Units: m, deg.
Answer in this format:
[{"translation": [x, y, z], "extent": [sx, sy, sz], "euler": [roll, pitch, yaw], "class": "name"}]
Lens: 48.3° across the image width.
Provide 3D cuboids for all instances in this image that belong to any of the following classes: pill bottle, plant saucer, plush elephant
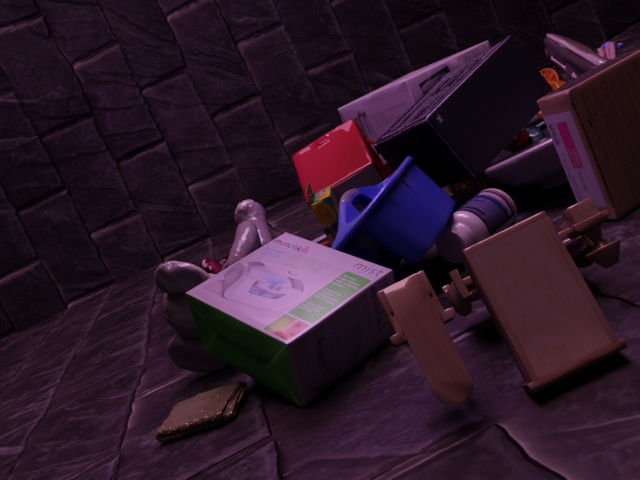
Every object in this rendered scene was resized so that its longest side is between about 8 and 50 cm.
[{"translation": [0.292, -0.025, 1.347], "extent": [0.169, 0.094, 0.094], "euler": [-34, 13, -39], "class": "pill bottle"}, {"translation": [0.542, -0.196, 1.487], "extent": [0.400, 0.101, 0.400], "euler": [-27, 0, 0], "class": "plant saucer"}, {"translation": [-0.206, 0.105, 1.406], "extent": [0.255, 0.272, 0.330], "euler": [-3, 28, -21], "class": "plush elephant"}]

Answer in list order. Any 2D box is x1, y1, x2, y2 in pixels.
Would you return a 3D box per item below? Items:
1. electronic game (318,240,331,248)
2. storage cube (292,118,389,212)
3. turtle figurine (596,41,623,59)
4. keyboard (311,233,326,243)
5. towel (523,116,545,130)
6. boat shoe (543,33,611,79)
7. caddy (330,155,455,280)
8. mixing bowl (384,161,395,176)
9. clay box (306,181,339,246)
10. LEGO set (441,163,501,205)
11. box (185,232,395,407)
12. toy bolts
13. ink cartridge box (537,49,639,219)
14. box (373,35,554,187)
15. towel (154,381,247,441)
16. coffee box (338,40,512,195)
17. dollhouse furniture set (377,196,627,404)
[{"translation": [-0.015, 0.046, 1.841], "extent": [0.229, 0.048, 0.229], "euler": [-25, 11, 5], "class": "electronic game"}, {"translation": [0.068, -0.149, 1.786], "extent": [0.215, 0.184, 0.193], "euler": [-30, 43, 12], "class": "storage cube"}, {"translation": [0.747, -0.324, 1.728], "extent": [0.197, 0.275, 0.266], "euler": [1, 30, -14], "class": "turtle figurine"}, {"translation": [0.000, 0.000, 2.040], "extent": [0.256, 0.014, 0.072], "euler": [-28, -8, -45], "class": "keyboard"}, {"translation": [0.664, -0.405, 2.365], "extent": [0.374, 0.090, 0.320], "euler": [-27, 8, -5], "class": "towel"}, {"translation": [0.603, -0.411, 1.687], "extent": [0.112, 0.096, 0.335], "euler": [11, 26, -15], "class": "boat shoe"}, {"translation": [0.114, -0.032, 1.358], "extent": [0.241, 0.179, 0.341], "euler": [-52, -1, 25], "class": "caddy"}, {"translation": [0.207, -0.119, 1.898], "extent": [0.181, 0.098, 0.181], "euler": [-44, 33, 39], "class": "mixing bowl"}, {"translation": [0.036, -0.034, 1.622], "extent": [0.053, 0.222, 0.127], "euler": [-24, 14, 7], "class": "clay box"}, {"translation": [0.350, -0.149, 1.776], "extent": [0.287, 0.107, 0.132], "euler": [-27, 11, -9], "class": "LEGO set"}, {"translation": [-0.042, 0.117, 1.158], "extent": [0.231, 0.127, 0.262], "euler": [-32, 34, -32], "class": "box"}, {"translation": [0.559, -0.297, 1.747], "extent": [0.158, 0.229, 0.218], "euler": [7, 21, -26], "class": "toy bolts"}, {"translation": [0.504, -0.179, 1.224], "extent": [0.193, 0.235, 0.088], "euler": [-28, 11, -19], "class": "ink cartridge box"}, {"translation": [0.325, -0.276, 1.655], "extent": [0.296, 0.183, 0.294], "euler": [-45, 9, -15], "class": "box"}, {"translation": [-0.194, 0.282, 1.173], "extent": [0.148, 0.027, 0.110], "euler": [-21, 12, 17], "class": "towel"}, {"translation": [0.319, -0.316, 2.027], "extent": [0.334, 0.338, 0.337], "euler": [-31, 12, -28], "class": "coffee box"}, {"translation": [0.245, 0.106, 0.947], "extent": [0.303, 0.174, 0.355], "euler": [-26, -14, 1], "class": "dollhouse furniture set"}]
